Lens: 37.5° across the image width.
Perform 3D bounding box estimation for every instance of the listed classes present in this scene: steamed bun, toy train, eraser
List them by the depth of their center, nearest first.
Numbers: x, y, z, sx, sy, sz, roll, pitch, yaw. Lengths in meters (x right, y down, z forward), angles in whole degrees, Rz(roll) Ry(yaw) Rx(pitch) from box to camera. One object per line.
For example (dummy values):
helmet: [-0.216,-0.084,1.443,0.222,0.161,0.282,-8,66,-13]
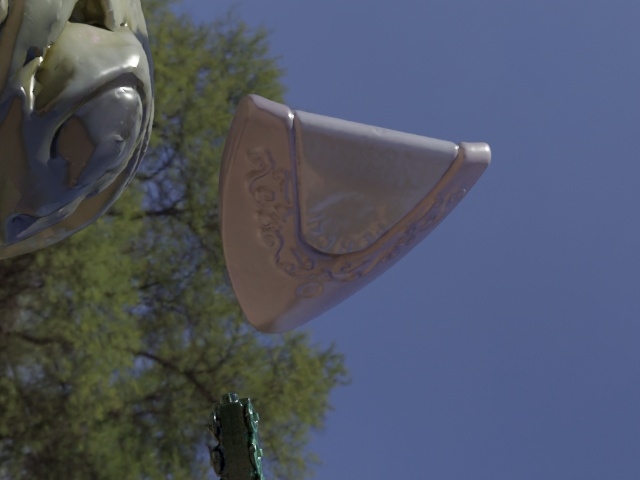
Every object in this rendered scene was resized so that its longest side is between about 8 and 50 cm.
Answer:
steamed bun: [-0.219,-0.089,0.662,0.207,0.268,0.280,43,-18,28]
eraser: [0.000,0.001,0.761,0.059,0.204,0.243,-105,-149,-42]
toy train: [-0.107,0.288,1.239,0.111,0.071,0.170,86,-6,-71]
